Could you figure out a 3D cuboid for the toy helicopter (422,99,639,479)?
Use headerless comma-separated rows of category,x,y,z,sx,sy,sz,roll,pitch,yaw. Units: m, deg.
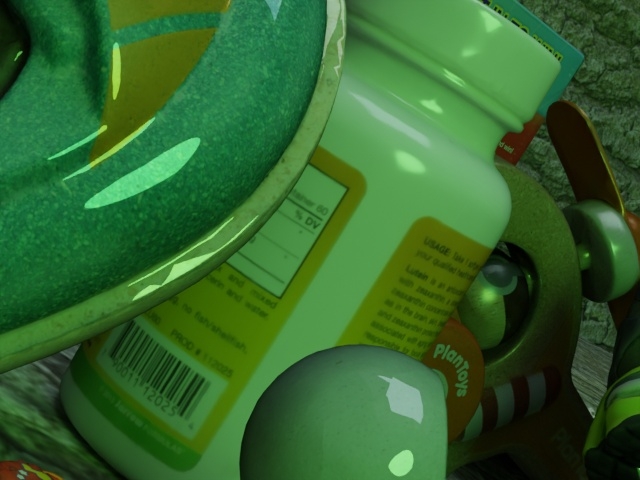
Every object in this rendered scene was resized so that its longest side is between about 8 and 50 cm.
toy helicopter,0.131,0.079,0.814,0.355,0.235,0.140,52,-11,-35

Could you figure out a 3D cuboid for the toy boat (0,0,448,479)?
toy boat,-0.068,-0.013,0.448,0.318,0.267,0.148,50,-21,17

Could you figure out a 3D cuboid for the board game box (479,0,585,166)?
board game box,-0.007,-0.075,0.914,0.308,0.302,0.086,27,8,-42

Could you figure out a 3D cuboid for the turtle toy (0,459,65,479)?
turtle toy,-0.095,0.082,0.319,0.130,0.066,0.095,27,8,-40

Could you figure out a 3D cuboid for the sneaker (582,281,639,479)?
sneaker,0.227,0.120,0.744,0.111,0.121,0.300,1,-32,24

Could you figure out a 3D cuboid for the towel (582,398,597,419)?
towel,0.173,0.145,1.051,0.187,0.049,0.282,35,-6,-6

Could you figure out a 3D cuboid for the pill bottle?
pill bottle,0.000,0.000,0.604,0.136,0.246,0.136,32,6,-4
